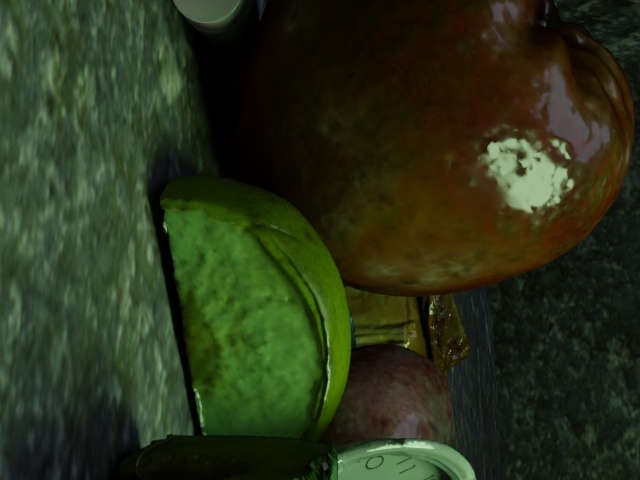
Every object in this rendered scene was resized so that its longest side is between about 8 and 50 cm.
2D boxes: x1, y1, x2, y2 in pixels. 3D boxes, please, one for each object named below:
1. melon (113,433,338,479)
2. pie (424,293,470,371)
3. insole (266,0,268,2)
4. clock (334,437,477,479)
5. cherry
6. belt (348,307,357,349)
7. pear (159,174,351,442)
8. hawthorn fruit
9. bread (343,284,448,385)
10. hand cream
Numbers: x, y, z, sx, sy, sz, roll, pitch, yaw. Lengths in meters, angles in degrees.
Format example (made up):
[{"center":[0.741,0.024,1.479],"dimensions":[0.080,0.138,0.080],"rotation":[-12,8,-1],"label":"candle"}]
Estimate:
[{"center":[-0.070,0.206,1.043],"dimensions":[0.265,0.169,0.129],"rotation":[-13,96,-77],"label":"melon"},{"center":[0.150,0.101,1.980],"dimensions":[0.088,0.033,0.191],"rotation":[-63,148,-42],"label":"pie"},{"center":[-0.085,-0.284,1.594],"dimensions":[0.135,0.002,0.045],"rotation":[56,1,27],"label":"insole"},{"center":[0.020,0.241,1.364],"dimensions":[0.053,0.236,0.236],"rotation":[58,-8,43],"label":"clock"},{"center":[0.047,0.195,1.529],"dimensions":[0.249,0.175,0.192],"rotation":[-49,122,-39],"label":"cherry"},{"center":[0.014,0.166,1.715],"dimensions":[0.072,0.087,0.302],"rotation":[-104,178,-51],"label":"belt"},{"center":[-0.042,0.070,1.412],"dimensions":[0.239,0.139,0.288],"rotation":[-82,164,-81],"label":"pear"},{"center":[0.084,-0.118,1.540],"dimensions":[0.403,0.403,0.402],"rotation":[-8,90,-79],"label":"hawthorn fruit"},{"center":[0.099,0.124,2.084],"dimensions":[0.288,0.119,0.152],"rotation":[54,34,-66],"label":"bread"},{"center":[-0.093,-0.231,1.572],"dimensions":[0.312,0.070,0.111],"rotation":[23,58,-86],"label":"hand cream"}]
